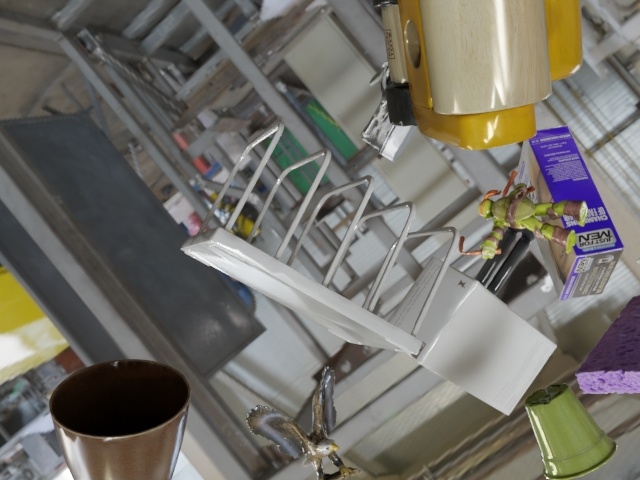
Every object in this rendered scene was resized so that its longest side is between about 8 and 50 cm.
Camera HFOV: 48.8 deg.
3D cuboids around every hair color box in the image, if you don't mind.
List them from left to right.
[{"bbox_3d":[0.533,-0.063,1.549,0.110,0.339,0.185,-11,146,-1],"label":"hair color box"}]

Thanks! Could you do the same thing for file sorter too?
[{"bbox_3d":[0.000,0.000,0.889,0.173,0.277,0.193,-64,-163,-13],"label":"file sorter"}]

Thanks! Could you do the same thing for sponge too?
[{"bbox_3d":[0.376,0.108,0.781,0.117,0.031,0.210,-12,-168,43],"label":"sponge"}]

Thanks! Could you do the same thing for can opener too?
[{"bbox_3d":[0.485,0.006,1.778,0.284,0.076,0.095,-58,175,4],"label":"can opener"}]

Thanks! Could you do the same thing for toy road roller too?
[{"bbox_3d":[0.202,-0.238,0.784,0.240,0.203,0.329,-13,-162,-6],"label":"toy road roller"}]

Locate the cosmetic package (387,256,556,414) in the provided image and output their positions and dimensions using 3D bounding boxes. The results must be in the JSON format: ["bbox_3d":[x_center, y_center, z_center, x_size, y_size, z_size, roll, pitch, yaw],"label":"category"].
[{"bbox_3d":[0.346,0.224,1.609,0.217,0.385,0.156,-54,-143,0],"label":"cosmetic package"}]

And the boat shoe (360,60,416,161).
[{"bbox_3d":[0.149,-0.276,1.249,0.113,0.105,0.306,-51,170,-34],"label":"boat shoe"}]

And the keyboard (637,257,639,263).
[{"bbox_3d":[0.461,-0.024,0.729,0.256,0.072,0.014,-36,-142,36],"label":"keyboard"}]

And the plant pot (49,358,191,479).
[{"bbox_3d":[-0.319,0.349,1.154,0.215,0.215,0.231,-37,134,-58],"label":"plant pot"}]

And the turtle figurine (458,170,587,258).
[{"bbox_3d":[0.400,-0.059,1.381,0.217,0.087,0.269,13,-134,34],"label":"turtle figurine"}]

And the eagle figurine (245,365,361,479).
[{"bbox_3d":[-0.021,0.480,1.751,0.225,0.298,0.226,-25,-175,30],"label":"eagle figurine"}]

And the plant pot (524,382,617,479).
[{"bbox_3d":[0.259,0.199,0.755,0.083,0.079,0.083,-28,180,0],"label":"plant pot"}]
